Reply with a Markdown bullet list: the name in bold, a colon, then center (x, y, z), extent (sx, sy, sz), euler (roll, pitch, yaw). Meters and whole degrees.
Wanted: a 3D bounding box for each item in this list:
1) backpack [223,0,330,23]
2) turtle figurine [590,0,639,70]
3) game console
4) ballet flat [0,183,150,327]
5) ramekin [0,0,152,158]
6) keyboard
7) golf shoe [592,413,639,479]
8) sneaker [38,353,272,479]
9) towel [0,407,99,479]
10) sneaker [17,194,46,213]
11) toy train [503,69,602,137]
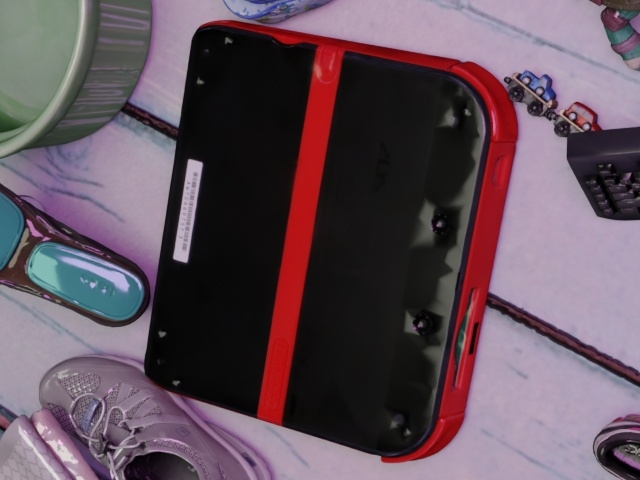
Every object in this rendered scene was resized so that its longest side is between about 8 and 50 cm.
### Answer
- **backpack**: center (-0.048, -0.264, 1.245), extent (0.114, 0.084, 0.105), euler (-20, 83, 30)
- **turtle figurine**: center (0.254, -0.238, 1.081), extent (0.234, 0.118, 0.175), euler (29, 107, 28)
- **game console**: center (0.000, 0.000, 1.263), extent (0.342, 0.060, 0.386), euler (14, 100, 27)
- **ballet flat**: center (-0.306, 0.008, 1.342), extent (0.280, 0.096, 0.095), euler (32, 87, -12)
- **ramekin**: center (-0.322, -0.233, 1.350), extent (0.303, 0.148, 0.303), euler (3, 96, 27)
- **keyboard**: center (0.348, -0.073, 1.012), extent (0.317, 0.201, 0.033), euler (-4, 55, 27)
- **golf shoe**: center (0.319, 0.204, 1.101), extent (0.186, 0.086, 0.067), euler (15, 100, 24)
- **sneaker**: center (-0.186, 0.201, 1.340), extent (0.281, 0.115, 0.105), euler (24, 105, 23)
- **towel**: center (-0.295, 0.383, 1.406), extent (0.317, 0.053, 0.332), euler (54, 130, 13)
- **sneaker**: center (-0.419, 0.004, 1.456), extent (0.258, 0.094, 0.091), euler (-29, 61, 17)
- **toy train**: center (0.227, -0.102, 1.151), extent (0.158, 0.027, 0.036), euler (40, 107, 18)
